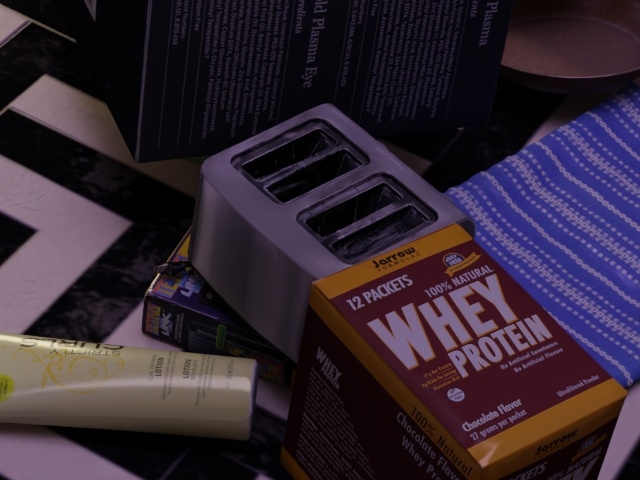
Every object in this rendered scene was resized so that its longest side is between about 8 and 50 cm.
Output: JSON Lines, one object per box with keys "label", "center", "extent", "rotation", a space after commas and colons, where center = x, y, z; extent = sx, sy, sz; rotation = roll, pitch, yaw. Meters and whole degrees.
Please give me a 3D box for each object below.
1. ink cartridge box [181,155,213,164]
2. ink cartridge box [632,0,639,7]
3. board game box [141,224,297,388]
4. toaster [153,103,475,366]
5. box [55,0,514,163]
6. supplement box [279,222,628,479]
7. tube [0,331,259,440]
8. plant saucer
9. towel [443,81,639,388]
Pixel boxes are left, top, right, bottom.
{"label": "ink cartridge box", "center": [-0.067, -0.109, 1.695], "extent": [0.109, 0.062, 0.209], "rotation": [13, 37, 4]}
{"label": "ink cartridge box", "center": [0.327, -0.366, 2.003], "extent": [0.226, 0.131, 0.306], "rotation": [-18, 50, -27]}
{"label": "board game box", "center": [-0.043, 0.029, 1.581], "extent": [0.141, 0.048, 0.170], "rotation": [19, 44, 13]}
{"label": "toaster", "center": [0.000, 0.000, 1.503], "extent": [0.186, 0.110, 0.168], "rotation": [-27, 53, -32]}
{"label": "box", "center": [-0.049, -0.243, 1.673], "extent": [0.312, 0.179, 0.343], "rotation": [-8, 40, -20]}
{"label": "supplement box", "center": [0.086, 0.132, 1.389], "extent": [0.129, 0.194, 0.191], "rotation": [-22, 52, -29]}
{"label": "tube", "center": [-0.167, 0.107, 1.471], "extent": [0.240, 0.062, 0.070], "rotation": [5, 3, 2]}
{"label": "plant saucer", "center": [0.228, -0.184, 1.841], "extent": [0.198, 0.036, 0.198], "rotation": [0, 33, 0]}
{"label": "towel", "center": [0.245, -0.008, 1.679], "extent": [0.336, 0.040, 0.243], "rotation": [-30, 57, -34]}
